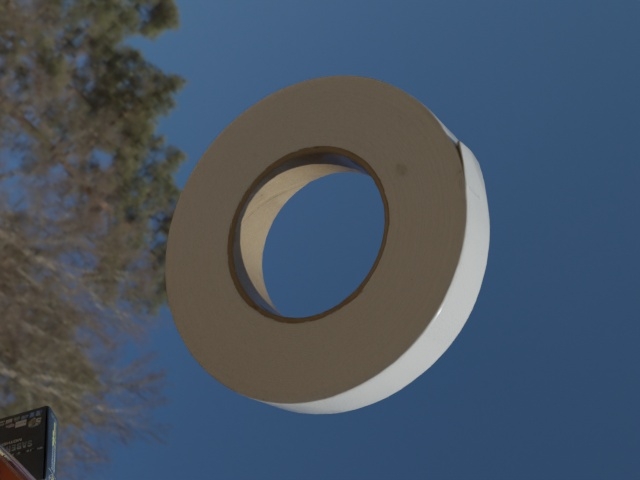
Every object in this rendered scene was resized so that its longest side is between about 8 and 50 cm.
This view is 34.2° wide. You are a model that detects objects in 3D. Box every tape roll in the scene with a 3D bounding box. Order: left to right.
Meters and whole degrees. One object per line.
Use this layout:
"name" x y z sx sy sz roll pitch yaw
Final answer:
"tape roll" 0.000 0.000 1.177 0.392 0.072 0.392 -11 -113 26

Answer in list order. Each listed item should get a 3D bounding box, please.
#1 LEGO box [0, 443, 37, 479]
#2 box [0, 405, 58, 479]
"LEGO box" -0.501 0.408 1.061 0.193 0.372 0.500 41 -109 12
"box" -0.602 0.416 1.911 0.232 0.059 0.183 -16 -140 1
